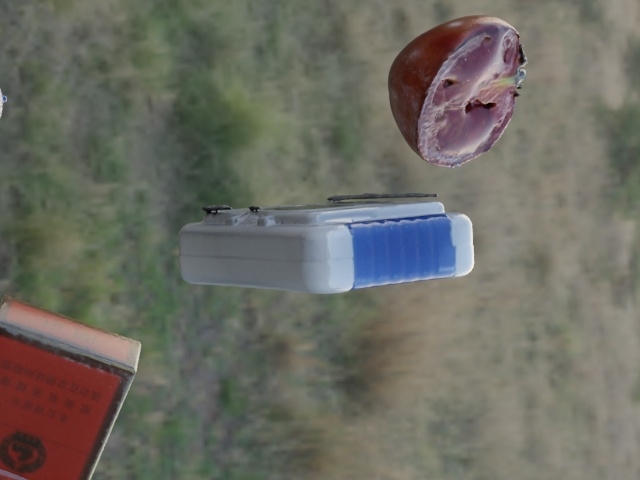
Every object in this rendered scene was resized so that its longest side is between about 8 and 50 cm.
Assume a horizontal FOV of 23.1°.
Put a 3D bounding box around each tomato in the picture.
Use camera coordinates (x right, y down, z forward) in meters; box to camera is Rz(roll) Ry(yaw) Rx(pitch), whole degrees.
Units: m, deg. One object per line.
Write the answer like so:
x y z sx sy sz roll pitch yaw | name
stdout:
0.122 -0.156 1.501 0.091 0.139 0.159 43 -33 33 | tomato

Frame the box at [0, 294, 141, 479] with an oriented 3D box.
-0.297 0.190 1.618 0.074 0.153 0.240 -98 -150 -62 | box

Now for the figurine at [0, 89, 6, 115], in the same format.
-0.386 -0.139 1.570 0.079 0.136 0.077 -47 145 -70 | figurine

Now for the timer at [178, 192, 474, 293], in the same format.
0.000 0.000 1.400 0.178 0.253 0.078 -5 94 -35 | timer
